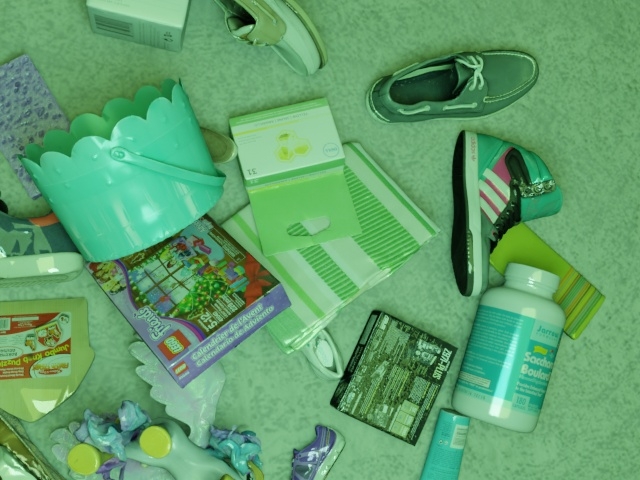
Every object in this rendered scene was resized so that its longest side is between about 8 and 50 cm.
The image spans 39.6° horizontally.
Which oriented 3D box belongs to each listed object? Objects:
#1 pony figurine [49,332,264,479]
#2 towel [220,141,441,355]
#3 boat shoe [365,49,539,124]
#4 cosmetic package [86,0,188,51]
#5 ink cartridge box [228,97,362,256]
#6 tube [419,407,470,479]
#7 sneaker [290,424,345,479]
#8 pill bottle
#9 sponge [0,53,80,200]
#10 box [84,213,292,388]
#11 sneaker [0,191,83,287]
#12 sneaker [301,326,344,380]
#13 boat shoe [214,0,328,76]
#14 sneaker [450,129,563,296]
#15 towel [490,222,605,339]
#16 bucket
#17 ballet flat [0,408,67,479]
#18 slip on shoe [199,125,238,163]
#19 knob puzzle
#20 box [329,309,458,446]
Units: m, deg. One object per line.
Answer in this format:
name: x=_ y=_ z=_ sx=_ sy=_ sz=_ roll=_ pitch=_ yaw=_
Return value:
pony figurine: x=-0.228 y=0.310 z=1.319 sx=0.351 sy=0.363 sz=0.303 roll=36 pitch=89 yaw=10
towel: x=0.000 y=0.000 z=1.454 sx=0.325 sy=0.038 sz=0.248 roll=-37 pitch=72 yaw=-12
boat shoe: x=0.239 y=-0.266 z=1.524 sx=0.319 sy=0.099 sz=0.116 roll=-12 pitch=88 yaw=-10
cosmetic package: x=-0.277 y=-0.421 z=1.418 sx=0.151 sy=0.151 sz=0.184 roll=12 pitch=86 yaw=-10
ink cartridge box: x=-0.041 y=-0.107 z=1.446 sx=0.171 sy=0.056 sz=0.235 roll=-13 pitch=66 yaw=-8
tube: x=0.205 y=0.391 z=1.507 sx=0.080 sy=0.052 sz=0.207 roll=14 pitch=89 yaw=-4
sneaker: x=-0.026 y=0.383 z=1.467 sx=0.071 sy=0.068 sz=0.170 roll=31 pitch=73 yaw=9
pill bottle: x=0.320 y=0.175 z=1.483 sx=0.146 sy=0.146 sz=0.264 roll=17 pitch=86 yaw=-8
sponge: x=-0.468 y=-0.183 z=1.432 sx=0.117 sy=0.031 sz=0.210 roll=-32 pitch=92 yaw=-9
box: x=-0.206 y=0.066 z=1.344 sx=0.201 sy=0.293 sz=0.057 roll=-38 pitch=136 yaw=-14
sneaker: x=-0.548 y=0.000 z=1.368 sx=0.350 sy=0.131 sz=0.148 roll=-4 pitch=79 yaw=-15
sneaker: x=-0.026 y=0.139 z=1.456 sx=0.080 sy=0.094 sz=0.212 roll=-39 pitch=93 yaw=-8
boat shoe: x=-0.104 y=-0.362 z=1.421 sx=0.103 sy=0.113 sz=0.302 roll=-54 pitch=128 yaw=-15
sneaker: x=0.315 y=-0.041 z=1.496 sx=0.178 sy=0.124 sz=0.296 roll=5 pitch=69 yaw=-4
towel: x=0.391 y=0.063 z=1.572 sx=0.237 sy=0.021 sz=0.102 roll=42 pitch=76 yaw=-4
bucket: x=-0.287 y=-0.106 z=1.331 sx=0.281 sy=0.281 sz=0.183 roll=-28 pitch=111 yaw=-10
ballet flat: x=-0.496 y=0.317 z=1.358 sx=0.316 sy=0.106 sz=0.107 roll=43 pitch=81 yaw=-5
slip on shoe: x=-0.197 y=-0.163 z=1.442 sx=0.135 sy=0.041 sz=0.051 roll=28 pitch=96 yaw=22
knob puzzle: x=-0.451 y=0.190 z=1.396 sx=0.213 sy=0.030 sz=0.213 roll=2 pitch=67 yaw=-6
box: x=0.122 y=0.227 z=1.484 sx=0.147 sy=0.077 sz=0.180 roll=25 pitch=83 yaw=-7
